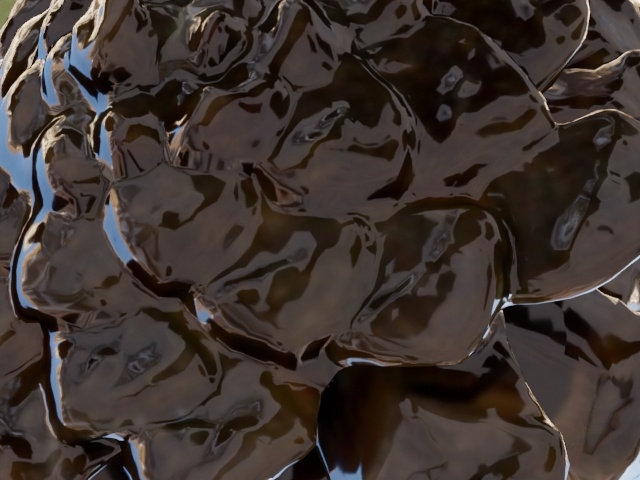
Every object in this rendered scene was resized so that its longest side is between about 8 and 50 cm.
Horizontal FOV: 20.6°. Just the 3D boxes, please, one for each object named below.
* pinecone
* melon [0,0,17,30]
[{"bbox_3d":[0.000,0.001,0.457,0.202,0.201,0.229,21,-117,5],"label":"pinecone"},{"bbox_3d":[-0.119,-0.087,0.911,0.343,0.331,0.226,-1,-78,-3],"label":"melon"}]
